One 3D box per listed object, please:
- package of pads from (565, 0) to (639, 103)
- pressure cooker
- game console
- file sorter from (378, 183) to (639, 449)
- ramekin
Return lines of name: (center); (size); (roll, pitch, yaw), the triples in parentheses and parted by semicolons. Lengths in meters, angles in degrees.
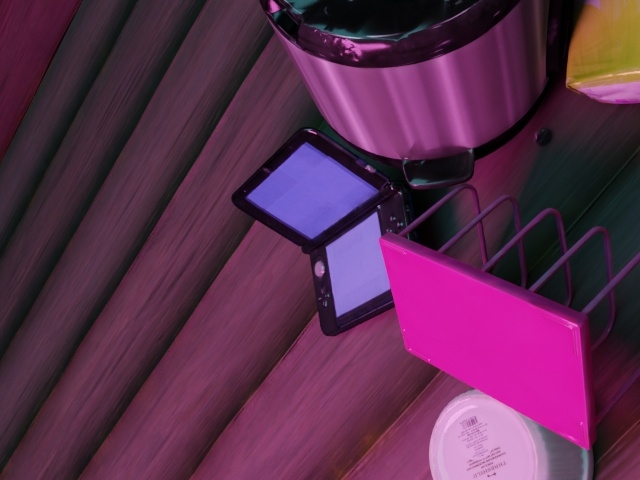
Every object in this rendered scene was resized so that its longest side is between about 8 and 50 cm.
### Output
package of pads: (0.451, -0.287, 1.009); (0.297, 0.101, 0.229); (1, 82, 45)
pressure cooker: (0.133, -0.303, 1.126); (0.376, 0.420, 0.370); (37, 82, 26)
game console: (0.000, 0.000, 1.303); (0.293, 0.174, 0.250); (-36, 57, 55)
file sorter: (0.254, 0.072, 1.044); (0.291, 0.182, 0.202); (25, 143, 43)
ramekin: (0.241, 0.287, 1.104); (0.207, 0.109, 0.207); (-10, 75, 44)
